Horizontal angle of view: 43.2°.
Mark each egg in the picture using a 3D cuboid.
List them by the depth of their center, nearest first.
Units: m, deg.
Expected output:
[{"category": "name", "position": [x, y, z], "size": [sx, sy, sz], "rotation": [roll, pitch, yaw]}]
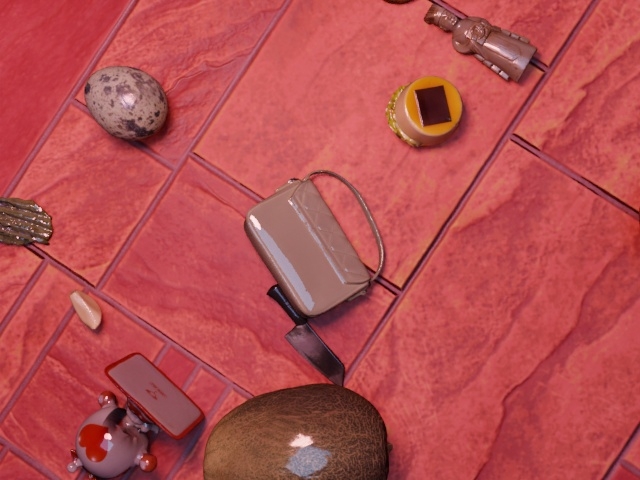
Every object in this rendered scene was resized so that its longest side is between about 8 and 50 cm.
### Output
[{"category": "egg", "position": [-0.363, -0.257, 1.497], "size": [0.172, 0.132, 0.132], "rotation": [28, 89, 17]}]

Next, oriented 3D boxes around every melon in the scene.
[{"category": "melon", "position": [-0.039, 0.372, 1.389], "size": [0.329, 0.248, 0.249], "rotation": [-10, 87, 8]}]

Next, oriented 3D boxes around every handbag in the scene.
[{"category": "handbag", "position": [0.000, 0.000, 1.494], "size": [0.219, 0.079, 0.256], "rotation": [-31, 86, -13]}]

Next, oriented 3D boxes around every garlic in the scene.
[{"category": "garlic", "position": [-0.443, 0.129, 1.523], "size": [0.041, 0.053, 0.083], "rotation": [-36, 94, 0]}]

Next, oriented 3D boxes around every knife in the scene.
[{"category": "knife", "position": [-0.029, 0.183, 1.511], "size": [0.060, 0.028, 0.230], "rotation": [-40, 88, 14]}]

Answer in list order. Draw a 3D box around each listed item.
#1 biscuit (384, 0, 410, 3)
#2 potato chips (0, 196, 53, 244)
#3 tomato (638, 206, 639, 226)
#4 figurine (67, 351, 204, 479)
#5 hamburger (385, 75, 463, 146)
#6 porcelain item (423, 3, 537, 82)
[{"category": "biscuit", "position": [0.108, -0.582, 1.525], "size": [0.208, 0.041, 0.290], "rotation": [-37, 86, 1]}, {"category": "potato chips", "position": [-0.616, -0.042, 1.557], "size": [0.207, 0.028, 0.092], "rotation": [9, 87, 3]}, {"category": "tomato", "position": [0.664, -0.040, 1.426], "size": [0.228, 0.112, 0.199], "rotation": [-22, 94, 2]}, {"category": "figurine", "position": [-0.365, 0.357, 1.472], "size": [0.183, 0.160, 0.226], "rotation": [42, 100, 5]}, {"category": "hamburger", "position": [0.192, -0.236, 1.484], "size": [0.141, 0.081, 0.126], "rotation": [-28, 88, -10]}, {"category": "porcelain item", "position": [0.291, -0.377, 1.496], "size": [0.213, 0.054, 0.084], "rotation": [31, 88, 6]}]
